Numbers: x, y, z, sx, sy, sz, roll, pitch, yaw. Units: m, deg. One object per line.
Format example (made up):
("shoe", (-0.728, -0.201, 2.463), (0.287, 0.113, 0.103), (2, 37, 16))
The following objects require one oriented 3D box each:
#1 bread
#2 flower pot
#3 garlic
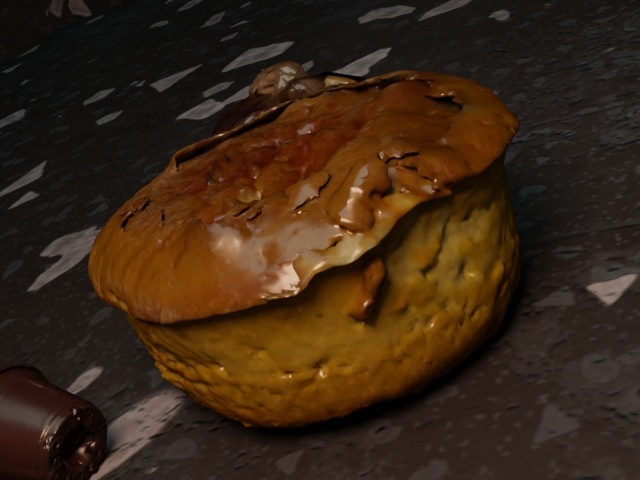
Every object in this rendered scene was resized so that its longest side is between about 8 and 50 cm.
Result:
("bread", (0.001, 0.001, 0.853), (0.337, 0.204, 0.358), (-38, 23, -22))
("flower pot", (-0.232, 0.164, 0.867), (0.089, 0.111, 0.111), (11, 39, 29))
("garlic", (-0.021, -0.118, 1.167), (0.245, 0.161, 0.245), (-11, 25, 5))
